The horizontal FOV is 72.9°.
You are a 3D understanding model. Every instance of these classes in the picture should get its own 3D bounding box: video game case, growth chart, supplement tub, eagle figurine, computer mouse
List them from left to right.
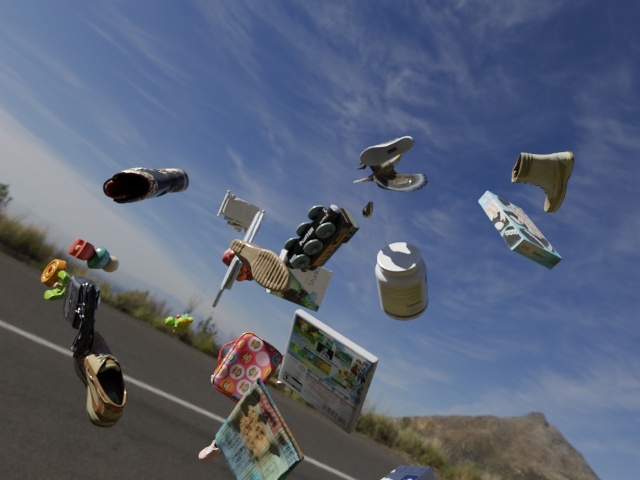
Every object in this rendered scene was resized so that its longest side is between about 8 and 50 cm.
[{"bbox_3d":[-0.603,0.172,1.116,0.072,0.188,0.272,9,5,-38],"label":"computer mouse"},{"bbox_3d":[-0.404,-0.129,2.210,0.238,0.171,0.021,28,-9,-7],"label":"growth chart"},{"bbox_3d":[0.013,0.434,1.452,0.329,0.299,0.036,28,25,31],"label":"video game case"},{"bbox_3d":[0.323,-0.294,1.959,0.298,0.226,0.225,40,-36,2],"label":"eagle figurine"},{"bbox_3d":[0.388,0.197,2.064,0.236,0.235,0.324,18,-43,35],"label":"supplement tub"}]

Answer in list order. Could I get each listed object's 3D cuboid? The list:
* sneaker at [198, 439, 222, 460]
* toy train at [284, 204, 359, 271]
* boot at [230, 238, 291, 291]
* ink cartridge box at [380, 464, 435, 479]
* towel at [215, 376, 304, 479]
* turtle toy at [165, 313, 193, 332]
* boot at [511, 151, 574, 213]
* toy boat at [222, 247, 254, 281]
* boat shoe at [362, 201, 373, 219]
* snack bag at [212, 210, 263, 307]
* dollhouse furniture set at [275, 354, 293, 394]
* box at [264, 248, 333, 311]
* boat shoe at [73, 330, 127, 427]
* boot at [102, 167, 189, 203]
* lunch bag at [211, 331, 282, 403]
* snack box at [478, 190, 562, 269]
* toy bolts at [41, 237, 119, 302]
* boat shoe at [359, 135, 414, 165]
[{"bbox_3d":[-0.392,0.757,1.574,0.135,0.050,0.070,-18,-52,10],"label":"sneaker"},{"bbox_3d":[0.000,0.000,1.700,0.190,0.334,0.142,14,37,-39],"label":"toy train"},{"bbox_3d":[-0.131,0.089,1.242,0.248,0.090,0.207,35,-4,35],"label":"boot"},{"bbox_3d":[0.255,0.921,1.568,0.333,0.065,0.165,-9,-13,-40],"label":"ink cartridge box"},{"bbox_3d":[-0.201,0.626,1.316,0.271,0.040,0.370,52,-52,28],"label":"towel"},{"bbox_3d":[-0.673,0.389,2.064,0.130,0.095,0.066,2,43,-44],"label":"turtle toy"},{"bbox_3d":[0.706,-0.186,1.408,0.165,0.077,0.213,1,-56,7],"label":"boot"},{"bbox_3d":[-0.399,0.142,2.191,0.151,0.151,0.231,-21,-51,22],"label":"toy boat"},{"bbox_3d":[0.218,-0.138,2.021,0.049,0.056,0.152,5,-21,4],"label":"boat shoe"},{"bbox_3d":[-0.343,0.087,1.796,0.037,0.323,0.342,26,-52,-11],"label":"snack bag"},{"bbox_3d":[-0.082,0.600,1.995,0.304,0.173,0.355,-4,-10,5],"label":"dollhouse furniture set"},{"bbox_3d":[-0.104,0.212,2.243,0.322,0.232,0.059,27,-8,-31],"label":"box"},{"bbox_3d":[-0.687,0.422,1.385,0.123,0.120,0.324,11,38,-54],"label":"boat shoe"},{"bbox_3d":[-0.762,-0.220,1.747,0.378,0.138,0.284,-1,12,9],"label":"boot"},{"bbox_3d":[-0.342,0.563,1.936,0.258,0.293,0.120,36,-18,-1],"label":"lunch bag"},{"bbox_3d":[0.709,-0.045,1.559,0.187,0.321,0.060,23,-59,-19],"label":"snack box"},{"bbox_3d":[-0.823,0.115,1.507,0.218,0.228,0.158,19,-16,45],"label":"toy bolts"},{"bbox_3d":[0.274,-0.370,1.771,0.229,0.076,0.080,-21,-78,24],"label":"boat shoe"}]
